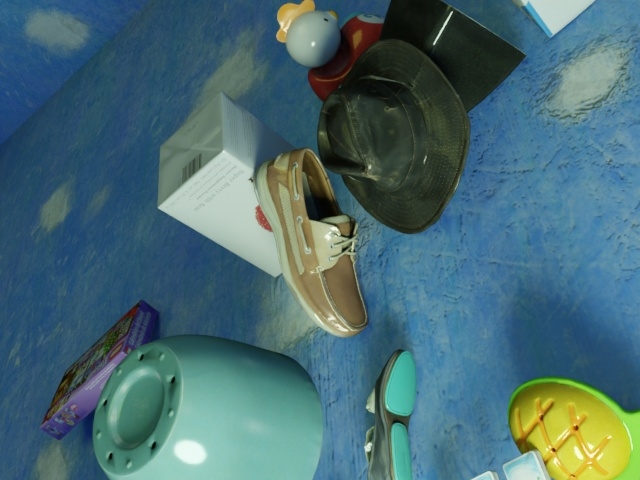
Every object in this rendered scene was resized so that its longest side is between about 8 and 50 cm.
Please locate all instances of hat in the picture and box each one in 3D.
[{"bbox_3d":[0.079,-0.166,1.138,0.331,0.133,0.332,14,107,52],"label":"hat"}]

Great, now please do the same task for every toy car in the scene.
[{"bbox_3d":[0.020,-0.407,1.421,0.210,0.238,0.219,-45,39,13],"label":"toy car"}]

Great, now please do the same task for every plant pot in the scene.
[{"bbox_3d":[-0.182,0.271,1.025,0.292,0.235,0.293,-20,55,32],"label":"plant pot"},{"bbox_3d":[0.201,-0.314,1.215,0.167,0.187,0.188,-60,35,18],"label":"plant pot"}]

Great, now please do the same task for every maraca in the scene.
[{"bbox_3d":[0.294,0.215,0.774,0.185,0.099,0.127,9,114,38],"label":"maraca"}]

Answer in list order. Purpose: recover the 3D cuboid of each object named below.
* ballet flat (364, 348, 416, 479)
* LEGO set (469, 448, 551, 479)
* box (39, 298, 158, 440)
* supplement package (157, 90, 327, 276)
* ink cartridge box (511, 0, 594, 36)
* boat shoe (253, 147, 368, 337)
[{"bbox_3d":[0.093,0.253,0.993,0.074,0.074,0.203,-20,52,38],"label":"ballet flat"},{"bbox_3d":[0.201,0.373,0.746,0.182,0.060,0.244,-45,51,40],"label":"LEGO set"},{"bbox_3d":[-0.491,0.286,1.572,0.293,0.057,0.201,-41,22,18],"label":"box"},{"bbox_3d":[-0.132,-0.096,1.310,0.177,0.293,0.175,-36,41,25],"label":"supplement package"},{"bbox_3d":[0.358,-0.495,1.171,0.168,0.171,0.233,-41,39,19],"label":"ink cartridge box"},{"bbox_3d":[0.000,0.000,1.134,0.116,0.123,0.325,-29,85,38],"label":"boat shoe"}]
